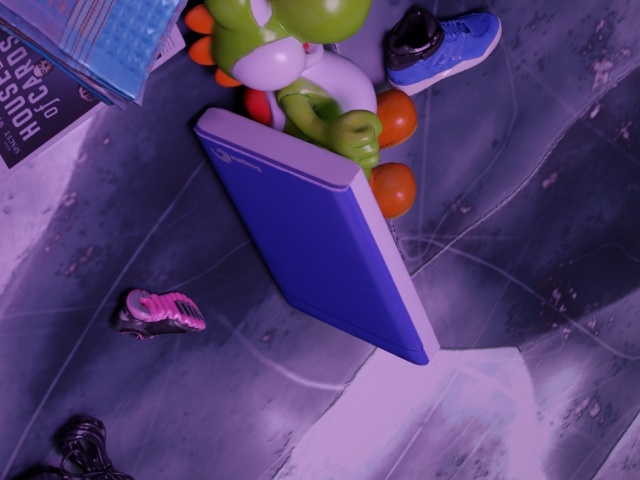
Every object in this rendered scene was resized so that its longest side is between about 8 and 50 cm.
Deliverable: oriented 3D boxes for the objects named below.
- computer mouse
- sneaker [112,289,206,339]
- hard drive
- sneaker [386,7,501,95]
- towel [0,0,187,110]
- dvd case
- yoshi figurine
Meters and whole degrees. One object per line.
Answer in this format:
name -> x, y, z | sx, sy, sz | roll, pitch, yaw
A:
computer mouse -> -0.329, 0.330, 2.195 | 0.272, 0.072, 0.188 | -46, 139, -25
sneaker -> -0.180, 0.088, 2.170 | 0.119, 0.047, 0.057 | 14, 129, -45
hard drive -> 0.000, 0.000, 2.124 | 0.040, 0.210, 0.319 | -52, 143, -21
sneaker -> 0.138, -0.230, 2.201 | 0.152, 0.058, 0.085 | -29, 144, -14
towel -> -0.178, -0.334, 1.755 | 0.271, 0.040, 0.370 | 34, 79, -45
dvd case -> -0.257, -0.188, 1.899 | 0.238, 0.029, 0.179 | -39, 138, -14
yoshi figurine -> 0.016, -0.184, 2.035 | 0.203, 0.203, 0.362 | -51, 138, -11
